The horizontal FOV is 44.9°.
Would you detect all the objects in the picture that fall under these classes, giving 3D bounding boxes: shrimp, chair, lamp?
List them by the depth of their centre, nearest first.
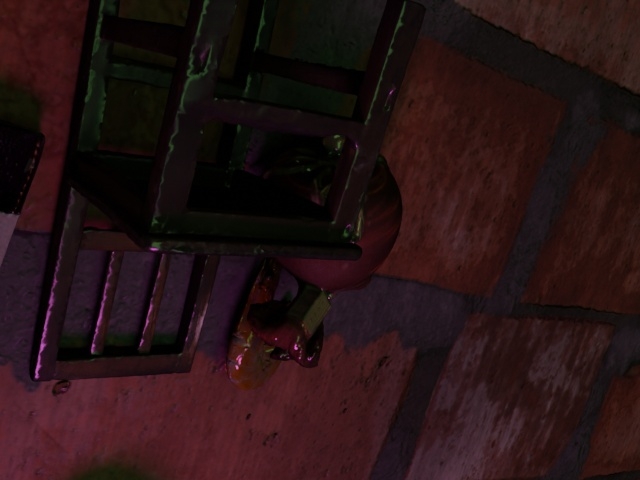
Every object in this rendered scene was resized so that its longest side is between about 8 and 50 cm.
[{"bbox_3d":[-0.103,-0.024,0.669,0.203,0.240,0.416,2,107,-39],"label":"chair"},{"bbox_3d":[0.009,-0.002,0.804,0.215,0.151,0.223,-45,125,-46],"label":"lamp"},{"bbox_3d":[-0.056,0.095,0.881,0.095,0.045,0.162,15,94,-38],"label":"shrimp"}]

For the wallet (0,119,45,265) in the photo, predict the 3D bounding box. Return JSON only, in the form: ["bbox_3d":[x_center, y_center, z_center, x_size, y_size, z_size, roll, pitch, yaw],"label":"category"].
[{"bbox_3d":[-0.365,-0.018,0.595,0.262,0.071,0.221,15,99,-46],"label":"wallet"}]
